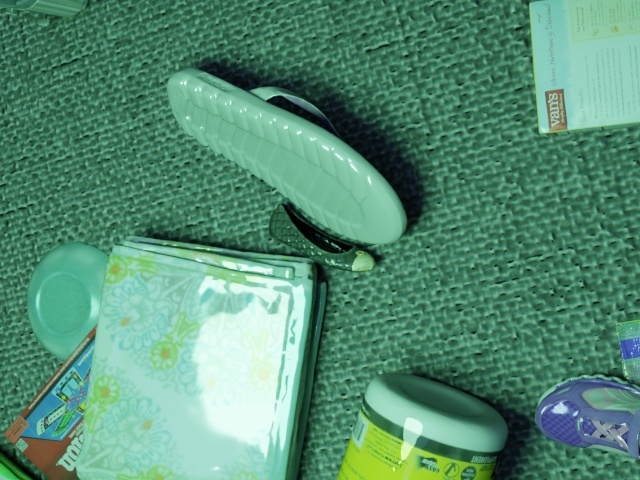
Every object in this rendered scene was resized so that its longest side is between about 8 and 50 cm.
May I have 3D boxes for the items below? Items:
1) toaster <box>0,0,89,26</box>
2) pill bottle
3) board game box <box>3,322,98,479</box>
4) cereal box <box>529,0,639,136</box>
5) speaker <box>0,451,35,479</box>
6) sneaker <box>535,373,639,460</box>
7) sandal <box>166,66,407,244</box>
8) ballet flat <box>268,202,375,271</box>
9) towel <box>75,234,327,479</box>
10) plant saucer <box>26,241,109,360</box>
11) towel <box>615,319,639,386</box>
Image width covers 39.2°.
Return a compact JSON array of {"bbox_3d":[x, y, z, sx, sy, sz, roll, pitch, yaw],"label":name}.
[{"bbox_3d":[-0.427,-0.449,1.382,0.129,0.146,0.227,13,95,20],"label":"toaster"},{"bbox_3d":[0.104,0.356,1.154,0.187,0.188,0.334,20,97,20],"label":"pill bottle"},{"bbox_3d":[-0.360,0.255,1.403,0.145,0.027,0.281,42,104,2],"label":"board game box"},{"bbox_3d":[0.388,-0.228,1.121,0.240,0.047,0.173,-4,88,21],"label":"cereal box"},{"bbox_3d":[-0.561,0.382,1.442,0.296,0.131,0.131,32,101,18],"label":"speaker"},{"bbox_3d":[0.378,0.226,1.090,0.236,0.104,0.095,3,102,22],"label":"sneaker"},{"bbox_3d":[-0.040,-0.145,1.252,0.416,0.169,0.102,33,61,18],"label":"sandal"},{"bbox_3d":[0.000,0.000,1.262,0.173,0.057,0.049,24,114,21],"label":"ballet flat"},{"bbox_3d":[-0.171,0.190,1.296,0.320,0.090,0.375,8,90,13],"label":"towel"},{"bbox_3d":[-0.399,0.099,1.429,0.194,0.037,0.195,0,89,21],"label":"plant saucer"},{"bbox_3d":[0.408,0.141,1.132,0.060,0.009,0.083,-10,86,21],"label":"towel"}]
